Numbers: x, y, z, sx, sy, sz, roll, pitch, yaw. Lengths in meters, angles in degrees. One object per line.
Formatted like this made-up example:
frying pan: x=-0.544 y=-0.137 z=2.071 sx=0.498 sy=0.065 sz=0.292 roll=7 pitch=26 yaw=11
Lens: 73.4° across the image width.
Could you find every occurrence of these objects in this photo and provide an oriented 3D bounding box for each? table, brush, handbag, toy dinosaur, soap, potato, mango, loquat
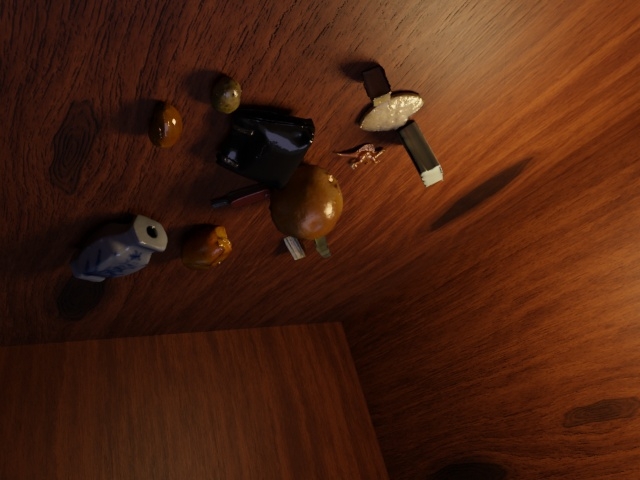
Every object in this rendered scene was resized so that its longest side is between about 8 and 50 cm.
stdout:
table: x=0.000 y=0.000 z=2.378 sx=0.063 sy=0.146 sz=0.175 roll=-19 pitch=156 yaw=5
brush: x=-0.324 y=-0.194 z=1.893 sx=0.324 sy=0.051 sz=0.070 roll=-16 pitch=157 yaw=-2
handbag: x=-0.214 y=-0.341 z=1.570 sx=0.288 sy=0.152 sz=0.342 roll=12 pitch=141 yaw=-27
toy dinosaur: x=0.186 y=-0.370 z=1.856 sx=0.142 sy=0.057 sz=0.212 roll=-43 pitch=147 yaw=23
soap: x=0.418 y=-0.356 z=1.788 sx=0.094 sy=0.261 sz=0.150 roll=-28 pitch=153 yaw=14
potato: x=-0.299 y=-0.453 z=1.360 sx=0.092 sy=0.070 sz=0.138 roll=-5 pitch=152 yaw=-23
mango: x=-0.499 y=-0.367 z=1.396 sx=0.105 sy=0.084 sz=0.159 roll=-6 pitch=153 yaw=-35
mango: x=-0.567 y=0.045 z=2.102 sx=0.350 sy=0.201 sz=0.199 roll=-28 pitch=117 yaw=39
potato: x=0.191 y=-0.525 z=1.468 sx=0.086 sy=0.122 sz=0.061 roll=-19 pitch=161 yaw=7
loquat: x=-0.062 y=-0.160 z=1.821 sx=0.329 sy=0.328 sz=0.328 roll=-14 pitch=155 yaw=-7

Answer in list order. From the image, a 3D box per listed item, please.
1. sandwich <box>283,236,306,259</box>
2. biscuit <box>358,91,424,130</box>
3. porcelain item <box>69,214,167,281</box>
sandwich: x=-0.148 y=0.014 z=2.468 sx=0.079 sy=0.113 sz=0.163 roll=-22 pitch=120 yaw=11
biscuit: x=0.278 y=-0.493 z=1.680 sx=0.266 sy=0.040 sz=0.188 roll=-22 pitch=152 yaw=11
porcelain item: x=-0.883 y=0.041 z=1.874 sx=0.405 sy=0.178 sz=0.242 roll=-23 pitch=155 yaw=19
